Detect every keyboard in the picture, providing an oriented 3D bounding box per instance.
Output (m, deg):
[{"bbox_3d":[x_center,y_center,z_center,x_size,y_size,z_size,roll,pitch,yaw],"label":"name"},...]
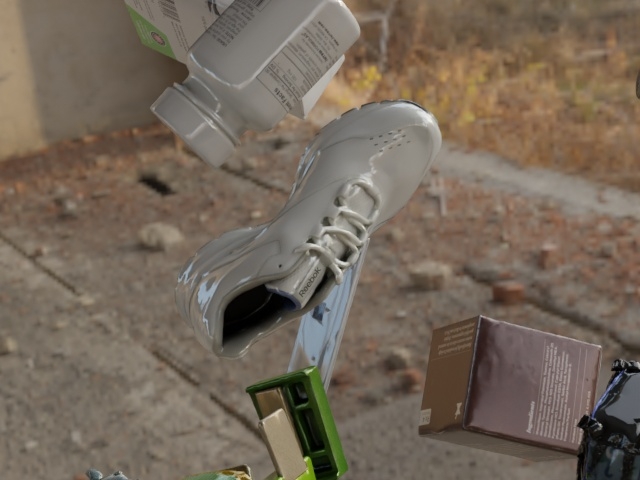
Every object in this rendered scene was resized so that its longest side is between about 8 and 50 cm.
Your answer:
[{"bbox_3d":[0.008,0.107,2.018,0.072,0.256,0.014,21,10,31],"label":"keyboard"}]

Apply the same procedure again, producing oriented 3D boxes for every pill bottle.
[{"bbox_3d":[-0.076,-0.195,1.517,0.229,0.131,0.131,-47,27,-2],"label":"pill bottle"}]

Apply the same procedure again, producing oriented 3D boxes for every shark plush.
[{"bbox_3d":[-0.306,0.379,1.976,0.161,0.073,0.067,-11,17,41],"label":"shark plush"}]

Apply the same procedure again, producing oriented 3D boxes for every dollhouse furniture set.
[{"bbox_3d":[-0.146,0.295,1.787,0.302,0.151,0.197,-19,3,27],"label":"dollhouse furniture set"}]

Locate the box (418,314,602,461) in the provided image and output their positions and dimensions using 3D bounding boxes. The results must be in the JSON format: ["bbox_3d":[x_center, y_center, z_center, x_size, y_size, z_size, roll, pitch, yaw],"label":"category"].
[{"bbox_3d":[0.275,0.220,1.967,0.203,0.167,0.168,15,-15,-16],"label":"box"}]

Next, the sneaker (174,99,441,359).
[{"bbox_3d":[0.000,0.000,1.200,0.297,0.111,0.129,-46,25,8],"label":"sneaker"}]

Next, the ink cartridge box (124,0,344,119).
[{"bbox_3d":[-0.116,-0.298,1.756,0.273,0.198,0.114,26,70,19],"label":"ink cartridge box"}]

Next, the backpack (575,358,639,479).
[{"bbox_3d":[0.237,0.166,1.015,0.084,0.114,0.105,20,36,21],"label":"backpack"}]

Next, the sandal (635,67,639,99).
[{"bbox_3d":[0.500,-0.291,1.868,0.060,0.219,0.090,20,13,1],"label":"sandal"}]
